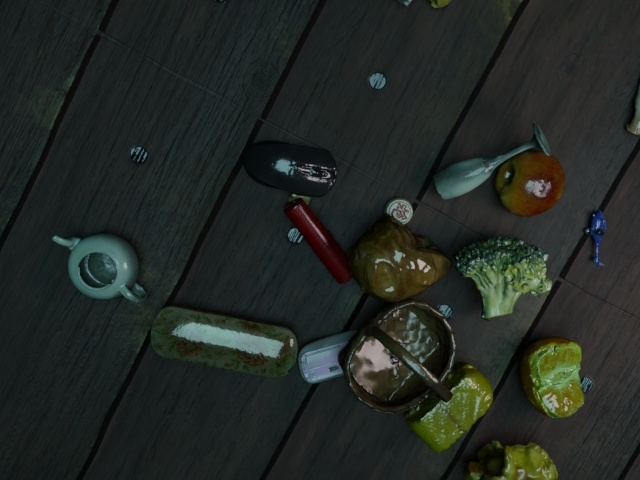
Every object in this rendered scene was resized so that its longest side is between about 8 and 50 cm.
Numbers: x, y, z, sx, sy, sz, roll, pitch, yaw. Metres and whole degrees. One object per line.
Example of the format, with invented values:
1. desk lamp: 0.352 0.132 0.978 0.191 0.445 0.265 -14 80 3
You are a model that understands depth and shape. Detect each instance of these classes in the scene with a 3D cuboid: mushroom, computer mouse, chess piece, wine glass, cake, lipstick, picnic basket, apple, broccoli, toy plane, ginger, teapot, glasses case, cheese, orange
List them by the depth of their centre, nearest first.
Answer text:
1. picnic basket: 0.233 0.326 1.795 0.293 0.337 0.337 44 94 -10
2. ginger: 0.211 0.072 1.834 0.269 0.200 0.223 33 100 -24
3. broccoli: 0.508 0.110 1.840 0.288 0.248 0.245 -3 92 -3
4. teapot: -0.608 0.075 1.847 0.294 0.129 0.193 41 96 -7
5. computer mouse: -0.084 -0.204 1.852 0.270 0.086 0.137 11 98 -5
6. apple: 0.597 -0.159 1.864 0.173 0.160 0.195 15 105 -26
7. lipstick: 0.000 0.000 1.871 0.073 0.073 0.279 -36 109 3
8. wine glass: 0.479 -0.258 1.876 0.310 0.264 0.096 -26 117 29
9. mushroom: 0.927 -0.399 1.888 0.059 0.054 0.202 11 92 -10
10. cheese: -0.066 -0.093 1.892 0.060 0.041 0.084 9 101 -8
11. chess piece: 0.226 -0.083 1.906 0.084 0.038 0.083 -1 98 -4
12. glasses case: -0.276 0.291 1.908 0.426 0.098 0.156 11 93 -4
13. cake: 0.372 0.473 1.924 0.260 0.179 0.156 -42 98 1
14. orange: 0.676 0.391 1.934 0.179 0.158 0.237 -14 100 -13
15. toy plane: 0.818 -0.007 1.940 0.062 0.054 0.167 -4 99 -28
16. computer mouse: 0.054 0.341 1.946 0.245 0.056 0.125 -16 97 -11

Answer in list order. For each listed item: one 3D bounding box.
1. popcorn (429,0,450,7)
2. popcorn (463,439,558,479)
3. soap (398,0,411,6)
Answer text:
1. popcorn: 0.331 -0.694 1.801 0.097 0.089 0.109 -21 111 -35
2. popcorn: 0.563 0.720 1.950 0.271 0.224 0.257 -5 82 7
3. soap: 0.248 -0.794 1.777 0.160 0.087 0.265 34 96 -6
